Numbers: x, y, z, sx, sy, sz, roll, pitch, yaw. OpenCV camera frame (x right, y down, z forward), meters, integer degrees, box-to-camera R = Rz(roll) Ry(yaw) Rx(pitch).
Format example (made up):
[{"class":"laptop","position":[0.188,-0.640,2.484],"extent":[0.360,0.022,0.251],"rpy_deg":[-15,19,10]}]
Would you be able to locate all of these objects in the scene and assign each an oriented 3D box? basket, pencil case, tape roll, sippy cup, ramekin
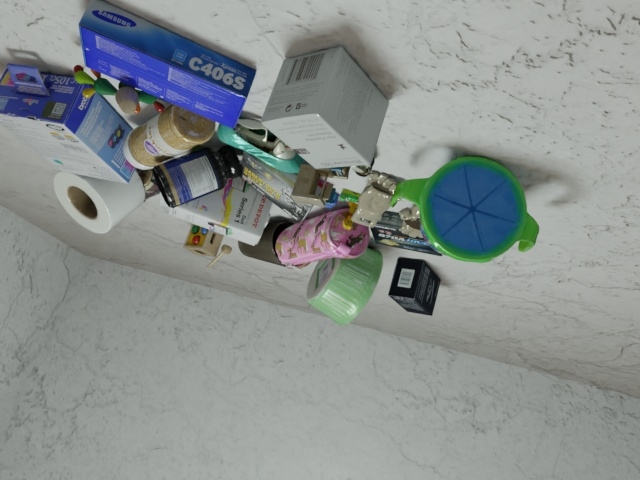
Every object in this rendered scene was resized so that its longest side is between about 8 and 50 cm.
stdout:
[{"class":"basket","position":[-0.191,0.009,2.081],"extent":[0.226,0.154,0.204],"rpy_deg":[7,149,41]},{"class":"pencil case","position":[0.000,0.000,1.823],"extent":[0.160,0.167,0.386],"rpy_deg":[-5,173,-32]},{"class":"tape roll","position":[-0.739,-0.169,1.864],"extent":[0.246,0.169,0.246],"rpy_deg":[19,134,21]},{"class":"sippy cup","position":[0.334,-0.056,1.310],"extent":[0.305,0.240,0.224],"rpy_deg":[55,176,7]},{"class":"ramekin","position":[0.076,0.134,1.974],"extent":[0.148,0.303,0.303],"rpy_deg":[29,160,-14]}]

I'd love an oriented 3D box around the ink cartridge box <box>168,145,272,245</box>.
[{"class":"ink cartridge box","position":[-0.282,-0.131,1.649],"extent":[0.278,0.201,0.117],"rpy_deg":[21,162,-11]}]

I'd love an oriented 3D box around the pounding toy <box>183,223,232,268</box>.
[{"class":"pounding toy","position":[-0.465,0.015,2.291],"extent":[0.206,0.181,0.094],"rpy_deg":[3,157,37]}]

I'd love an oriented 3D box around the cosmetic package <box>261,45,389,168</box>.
[{"class":"cosmetic package","position":[0.013,-0.253,1.093],"extent":[0.151,0.152,0.183],"rpy_deg":[2,157,41]}]

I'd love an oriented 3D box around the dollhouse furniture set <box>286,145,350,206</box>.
[{"class":"dollhouse furniture set","position":[-0.016,-0.161,1.342],"extent":[0.128,0.184,0.129],"rpy_deg":[10,161,21]}]

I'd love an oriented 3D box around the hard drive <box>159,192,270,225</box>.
[{"class":"hard drive","position":[-0.360,-0.105,1.861],"extent":[0.353,0.047,0.233],"rpy_deg":[21,161,-12]}]

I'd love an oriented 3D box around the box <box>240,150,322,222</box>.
[{"class":"box","position":[-0.114,-0.159,1.535],"extent":[0.231,0.056,0.183],"rpy_deg":[38,161,-1]}]

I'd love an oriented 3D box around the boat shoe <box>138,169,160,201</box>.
[{"class":"boat shoe","position":[-0.655,-0.183,2.013],"extent":[0.285,0.103,0.092],"rpy_deg":[-11,143,45]}]

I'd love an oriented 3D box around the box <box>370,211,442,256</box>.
[{"class":"box","position":[0.269,-0.022,1.711],"extent":[0.220,0.051,0.175],"rpy_deg":[12,162,18]}]

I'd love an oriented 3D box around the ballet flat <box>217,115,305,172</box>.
[{"class":"ballet flat","position":[-0.135,-0.243,1.388],"extent":[0.247,0.083,0.087],"rpy_deg":[22,148,-20]}]

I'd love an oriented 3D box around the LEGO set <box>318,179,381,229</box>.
[{"class":"LEGO set","position":[0.072,-0.090,1.620],"extent":[0.227,0.093,0.087],"rpy_deg":[17,162,-2]}]

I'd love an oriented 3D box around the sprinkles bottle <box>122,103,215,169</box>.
[{"class":"sprinkles bottle","position":[-0.407,-0.277,1.466],"extent":[0.121,0.121,0.355],"rpy_deg":[29,159,-32]}]

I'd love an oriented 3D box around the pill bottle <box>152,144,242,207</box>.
[{"class":"pill bottle","position":[-0.332,-0.182,1.518],"extent":[0.219,0.123,0.123],"rpy_deg":[-25,173,-19]}]

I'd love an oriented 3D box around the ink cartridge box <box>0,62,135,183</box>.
[{"class":"ink cartridge box","position":[-0.713,-0.327,1.548],"extent":[0.269,0.151,0.395],"rpy_deg":[11,163,16]}]

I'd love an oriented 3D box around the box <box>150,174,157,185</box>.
[{"class":"box","position":[-0.401,-0.173,1.867],"extent":[0.270,0.060,0.216],"rpy_deg":[4,158,34]}]

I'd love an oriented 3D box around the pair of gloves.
[{"class":"pair of gloves","position":[0.219,-0.092,1.515],"extent":[0.240,0.042,0.204],"rpy_deg":[14,145,-3]}]

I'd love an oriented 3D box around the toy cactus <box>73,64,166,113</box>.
[{"class":"toy cactus","position":[-0.453,-0.336,1.276],"extent":[0.219,0.112,0.180],"rpy_deg":[18,-153,-31]}]

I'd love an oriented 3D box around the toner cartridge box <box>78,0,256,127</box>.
[{"class":"toner cartridge box","position":[-0.323,-0.368,1.188],"extent":[0.347,0.075,0.165],"rpy_deg":[21,161,-14]}]

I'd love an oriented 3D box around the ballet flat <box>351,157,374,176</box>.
[{"class":"ballet flat","position":[0.084,-0.209,1.295],"extent":[0.074,0.074,0.203],"rpy_deg":[10,161,22]}]

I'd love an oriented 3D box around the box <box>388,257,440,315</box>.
[{"class":"box","position":[0.351,0.173,2.055],"extent":[0.108,0.153,0.207],"rpy_deg":[6,158,33]}]
